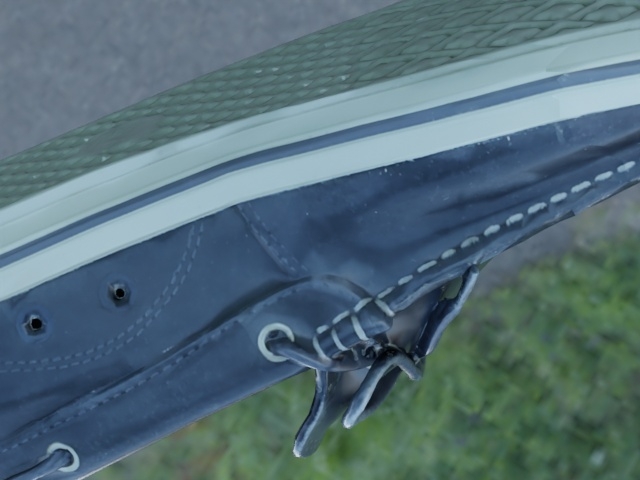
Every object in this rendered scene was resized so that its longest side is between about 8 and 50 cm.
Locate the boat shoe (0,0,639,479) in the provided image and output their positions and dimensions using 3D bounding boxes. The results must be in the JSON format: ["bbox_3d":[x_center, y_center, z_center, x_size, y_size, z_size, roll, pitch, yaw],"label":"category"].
[{"bbox_3d":[0.000,0.000,0.755,0.187,0.500,0.156,-74,-38,-71],"label":"boat shoe"}]
